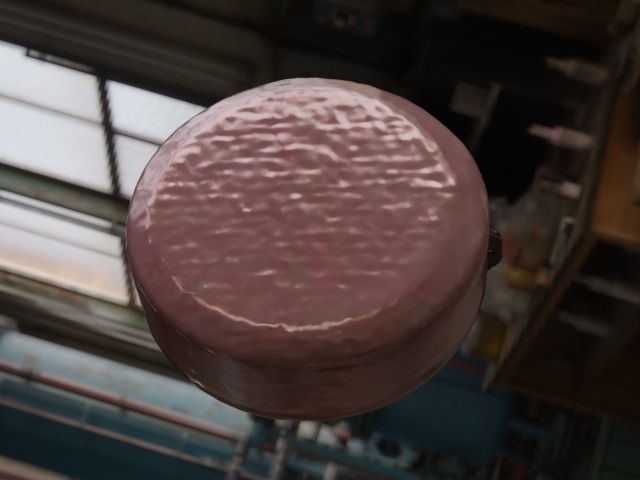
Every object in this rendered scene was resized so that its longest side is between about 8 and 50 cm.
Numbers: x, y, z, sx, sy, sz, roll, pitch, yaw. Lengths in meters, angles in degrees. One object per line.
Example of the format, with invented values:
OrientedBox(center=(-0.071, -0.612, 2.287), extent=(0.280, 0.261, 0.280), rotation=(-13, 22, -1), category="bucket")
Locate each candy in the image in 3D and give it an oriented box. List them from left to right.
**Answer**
OrientedBox(center=(0.000, 0.000, 0.912), extent=(0.094, 0.255, 0.255), rotation=(84, -160, -54), category="candy")
